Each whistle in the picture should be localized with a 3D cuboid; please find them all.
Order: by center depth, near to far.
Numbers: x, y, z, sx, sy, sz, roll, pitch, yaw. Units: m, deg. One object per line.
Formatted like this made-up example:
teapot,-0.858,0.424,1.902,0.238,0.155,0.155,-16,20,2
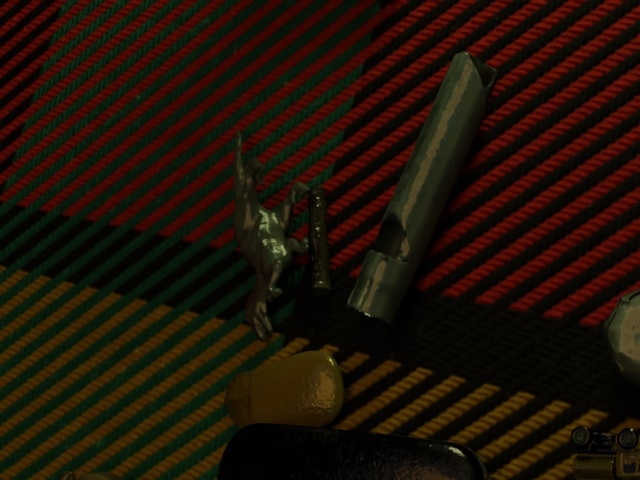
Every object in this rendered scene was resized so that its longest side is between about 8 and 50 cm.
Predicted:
whistle,0.115,-0.057,1.755,0.062,0.062,0.312,23,88,35

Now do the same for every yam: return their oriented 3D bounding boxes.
yam,0.000,0.000,1.835,0.027,0.033,0.129,-33,51,52

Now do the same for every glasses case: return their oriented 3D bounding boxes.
glasses case,0.029,0.264,1.695,0.321,0.082,0.122,2,79,31

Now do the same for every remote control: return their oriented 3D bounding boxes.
remote control,0.390,0.062,1.549,0.247,0.052,0.104,-30,63,19

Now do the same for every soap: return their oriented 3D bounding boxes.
soap,-0.046,0.180,1.801,0.168,0.033,0.089,-20,65,28

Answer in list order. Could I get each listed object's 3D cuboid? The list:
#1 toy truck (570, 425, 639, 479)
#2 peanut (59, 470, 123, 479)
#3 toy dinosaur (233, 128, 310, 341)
toy truck,0.292,0.213,1.564,0.083,0.049,0.054,-3,75,33
peanut,-0.221,0.367,1.782,0.291,0.159,0.143,32,120,35
toy dinosaur,-0.078,-0.022,1.874,0.167,0.053,0.242,-59,46,31
